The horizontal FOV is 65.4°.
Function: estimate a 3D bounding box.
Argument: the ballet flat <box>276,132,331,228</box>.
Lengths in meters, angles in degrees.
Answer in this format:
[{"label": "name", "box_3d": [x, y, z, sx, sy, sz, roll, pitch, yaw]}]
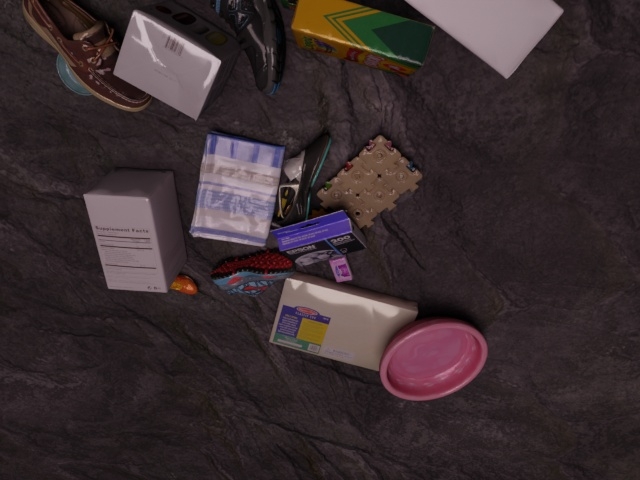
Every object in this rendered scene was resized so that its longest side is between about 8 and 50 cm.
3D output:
[{"label": "ballet flat", "box_3d": [-0.053, -0.146, 1.274, 0.096, 0.095, 0.280, 14, 115, -7]}]

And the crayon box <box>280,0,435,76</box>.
[{"label": "crayon box", "box_3d": [0.058, -0.430, 1.038, 0.318, 0.202, 0.081, 16, 102, -1]}]

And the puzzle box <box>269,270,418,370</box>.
[{"label": "puzzle box", "box_3d": [0.063, 0.254, 1.541, 0.409, 0.052, 0.272, 16, 122, -2]}]

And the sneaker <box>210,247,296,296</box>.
[{"label": "sneaker", "box_3d": [-0.184, 0.103, 1.469, 0.262, 0.104, 0.125, -7, 133, 19]}]

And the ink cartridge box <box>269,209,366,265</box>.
[{"label": "ink cartridge box", "box_3d": [0.000, 0.000, 1.334, 0.206, 0.045, 0.208, -16, 156, 16]}]

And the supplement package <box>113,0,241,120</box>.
[{"label": "supplement package", "box_3d": [-0.304, -0.403, 1.100, 0.194, 0.203, 0.149, 29, 120, -11]}]

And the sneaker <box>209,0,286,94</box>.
[{"label": "sneaker", "box_3d": [-0.158, -0.490, 1.083, 0.140, 0.125, 0.341, -5, 110, 8]}]

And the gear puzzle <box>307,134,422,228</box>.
[{"label": "gear puzzle", "box_3d": [0.097, -0.122, 1.321, 0.175, 0.044, 0.339, 39, 120, -18]}]

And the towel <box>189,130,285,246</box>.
[{"label": "towel", "box_3d": [-0.217, -0.127, 1.304, 0.209, 0.034, 0.285, 10, 108, -11]}]

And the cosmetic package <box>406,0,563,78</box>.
[{"label": "cosmetic package", "box_3d": [0.251, -0.505, 0.967, 0.385, 0.217, 0.156, 34, 119, -11]}]

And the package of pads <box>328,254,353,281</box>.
[{"label": "package of pads", "box_3d": [0.060, 0.078, 1.447, 0.050, 0.032, 0.083, -12, 119, 16]}]

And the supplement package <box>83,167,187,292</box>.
[{"label": "supplement package", "box_3d": [-0.493, -0.029, 1.364, 0.175, 0.177, 0.293, 4, 121, 5]}]

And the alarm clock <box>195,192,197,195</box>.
[{"label": "alarm clock", "box_3d": [-0.249, -0.071, 1.373, 0.192, 0.064, 0.129, 8, 113, -5]}]

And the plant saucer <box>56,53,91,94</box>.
[{"label": "plant saucer", "box_3d": [-0.587, -0.421, 1.230, 0.119, 0.021, 0.119, 3, 121, 5]}]

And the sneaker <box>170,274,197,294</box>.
[{"label": "sneaker", "box_3d": [-0.460, 0.126, 1.519, 0.175, 0.067, 0.064, 25, 119, -10]}]

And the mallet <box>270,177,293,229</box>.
[{"label": "mallet", "box_3d": [-0.108, -0.111, 1.354, 0.062, 0.039, 0.189, 10, 118, -3]}]

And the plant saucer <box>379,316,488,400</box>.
[{"label": "plant saucer", "box_3d": [0.334, 0.348, 1.512, 0.332, 0.084, 0.332, -5, 126, -7]}]

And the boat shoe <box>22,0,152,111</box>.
[{"label": "boat shoe", "box_3d": [-0.522, -0.442, 1.130, 0.342, 0.123, 0.123, 48, 154, -14]}]
